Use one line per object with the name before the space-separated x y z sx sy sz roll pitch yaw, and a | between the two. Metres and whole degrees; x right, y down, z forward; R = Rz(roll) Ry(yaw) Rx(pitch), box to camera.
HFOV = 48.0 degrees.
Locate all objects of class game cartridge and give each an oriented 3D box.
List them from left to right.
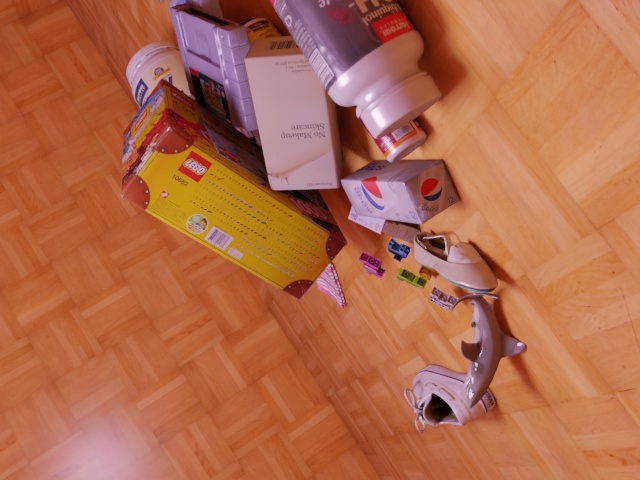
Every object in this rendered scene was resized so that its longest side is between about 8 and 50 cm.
game cartridge | -0.307 -0.527 1.806 0.297 0.062 0.198 27 139 61
game cartridge | -0.241 -0.395 1.630 0.355 0.068 0.230 38 140 51

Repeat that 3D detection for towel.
towel | 0.016 0.117 2.315 0.144 0.029 0.197 38 154 47

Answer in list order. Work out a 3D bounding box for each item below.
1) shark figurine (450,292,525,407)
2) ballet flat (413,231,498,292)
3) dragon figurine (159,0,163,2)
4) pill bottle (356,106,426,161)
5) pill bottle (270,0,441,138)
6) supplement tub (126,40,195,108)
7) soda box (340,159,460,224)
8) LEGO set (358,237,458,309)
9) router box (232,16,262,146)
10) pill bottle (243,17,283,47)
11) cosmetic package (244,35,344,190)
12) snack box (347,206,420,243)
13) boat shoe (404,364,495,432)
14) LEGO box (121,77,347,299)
shark figurine | 0.346 0.186 1.429 0.116 0.166 0.278 10 125 30
ballet flat | 0.259 0.033 1.419 0.248 0.086 0.086 27 145 61
dragon figurine | -0.441 -0.768 1.975 0.144 0.085 0.289 43 159 40
pill bottle | 0.121 -0.228 1.330 0.152 0.086 0.086 57 163 8
pill bottle | 0.058 -0.332 1.171 0.319 0.176 0.176 57 163 2
supplement tub | -0.452 -0.453 2.290 0.325 0.235 0.235 52 162 20
soda box | 0.151 -0.102 1.444 0.091 0.098 0.286 64 163 -16
LEGO set | 0.206 0.071 1.582 0.227 0.087 0.093 27 163 15
router box | -0.191 -0.404 1.906 0.301 0.082 0.336 23 141 62
pill bottle | -0.101 -0.389 1.620 0.215 0.117 0.117 53 162 16
cosmetic package | -0.048 -0.265 1.512 0.113 0.160 0.310 -78 -18 -53
snack box | 0.140 -0.036 1.594 0.100 0.037 0.141 16 -173 -32
boat shoe | 0.293 0.420 1.839 0.136 0.156 0.367 60 163 -5
LEGO box | -0.217 -0.126 1.736 0.500 0.193 0.372 33 -164 -28
